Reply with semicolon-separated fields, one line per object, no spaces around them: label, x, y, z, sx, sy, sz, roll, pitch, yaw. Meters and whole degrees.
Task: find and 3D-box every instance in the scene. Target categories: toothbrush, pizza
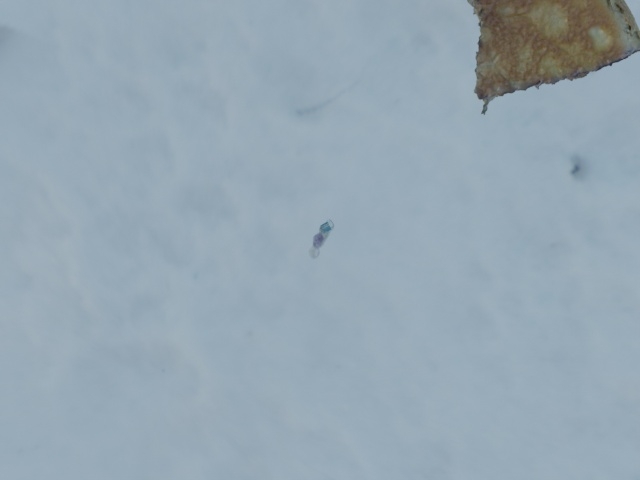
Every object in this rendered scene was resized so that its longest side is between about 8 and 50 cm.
toothbrush;0.000;0.000;1.342;0.013;0.131;0.011;-28;83;-9
pizza;0.115;-0.130;0.890;0.100;0.029;0.099;-21;108;15
